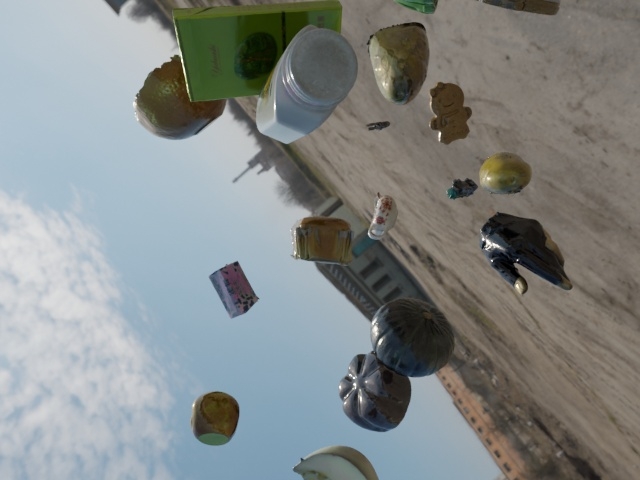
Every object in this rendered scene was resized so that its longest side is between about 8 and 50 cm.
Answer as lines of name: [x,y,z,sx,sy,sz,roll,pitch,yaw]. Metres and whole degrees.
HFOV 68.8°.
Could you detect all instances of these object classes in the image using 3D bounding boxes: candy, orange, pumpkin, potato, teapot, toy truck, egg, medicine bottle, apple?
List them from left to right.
orange: [-0.387,-0.387,1.302,0.335,0.263,0.196,13,128,64]
apple: [-0.227,0.375,0.991,0.102,0.114,0.099,15,-136,-19]
candy: [-0.269,0.151,1.459,0.092,0.073,0.160,-34,-80,-52]
medicine bottle: [-0.034,-0.280,0.856,0.124,0.179,0.324,22,-179,-18]
egg: [0.075,0.657,1.237,0.271,0.206,0.162,51,-165,20]
teapot: [0.244,-0.091,1.839,0.116,0.159,0.245,29,-138,-3]
potato: [0.277,-0.581,1.583,0.229,0.229,0.266,45,-146,-55]
pumpkin: [0.263,0.283,1.351,0.250,0.250,0.216,54,150,43]
toy truck: [0.342,-0.123,1.131,0.083,0.044,0.039,-13,-127,-42]
potato: [0.658,-0.240,1.677,0.140,0.173,0.300,66,-160,-14]

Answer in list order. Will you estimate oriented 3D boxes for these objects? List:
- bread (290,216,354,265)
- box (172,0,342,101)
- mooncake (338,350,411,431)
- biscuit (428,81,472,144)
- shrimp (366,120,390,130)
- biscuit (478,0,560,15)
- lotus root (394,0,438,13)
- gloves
bread: [0.000,0.000,1.084,0.241,0.136,0.107,170,103,-85]
box: [-0.124,-0.399,0.991,0.187,0.335,0.047,93,165,-50]
mooncake: [0.168,0.472,1.477,0.133,0.245,0.245,31,-168,-27]
biscuit: [0.385,-0.377,1.379,0.027,0.133,0.184,-117,19,-66]
shrimp: [0.216,-0.431,1.767,0.038,0.092,0.029,88,178,-66]
biscuit: [0.391,-0.506,0.956,0.181,0.208,0.049,-120,32,-47]
lotus root: [0.217,-0.671,1.174,0.186,0.186,0.186,50,-176,-4]
gloves: [0.594,0.045,1.355,0.301,0.197,0.152,43,-178,28]
